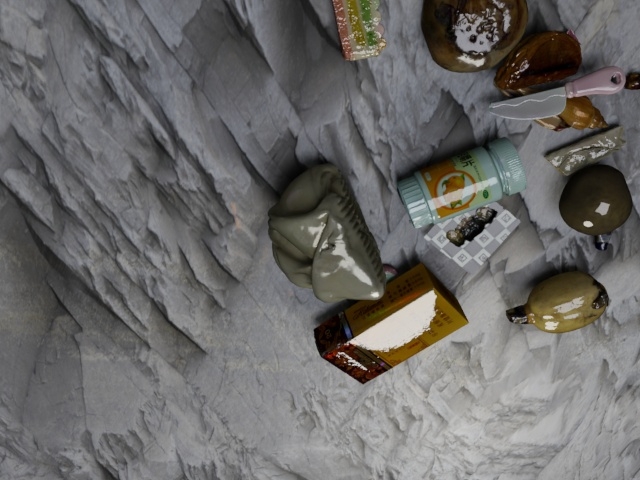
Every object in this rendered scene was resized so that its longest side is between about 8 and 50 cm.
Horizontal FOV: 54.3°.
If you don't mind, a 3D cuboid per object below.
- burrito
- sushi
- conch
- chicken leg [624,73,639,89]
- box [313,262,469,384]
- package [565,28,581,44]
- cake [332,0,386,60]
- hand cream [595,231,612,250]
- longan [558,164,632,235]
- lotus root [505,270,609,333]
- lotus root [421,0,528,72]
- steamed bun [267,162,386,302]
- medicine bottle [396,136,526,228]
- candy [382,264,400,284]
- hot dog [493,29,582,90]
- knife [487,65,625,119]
[{"bbox_3d":[0.743,-0.248,1.739,0.226,0.060,0.087,-26,118,10],"label":"burrito"},{"bbox_3d":[0.444,-0.038,1.841,0.192,0.050,0.215,37,108,-10],"label":"sushi"},{"bbox_3d":[0.605,-0.360,1.640,0.330,0.093,0.109,24,137,1],"label":"conch"},{"bbox_3d":[1.009,-0.432,1.644,0.407,0.095,0.158,3,142,-7],"label":"chicken leg"},{"bbox_3d":[0.216,0.270,1.944,0.415,0.115,0.264,-34,135,16],"label":"box"},{"bbox_3d":[0.608,-0.491,1.577,0.083,0.029,0.059,-30,128,24],"label":"package"},{"bbox_3d":[0.087,-0.527,1.447,0.109,0.090,0.225,-11,123,4],"label":"cake"},{"bbox_3d":[0.877,-0.047,1.910,0.062,0.039,0.163,0,117,-6],"label":"hand cream"},{"bbox_3d":[0.777,-0.109,1.762,0.198,0.198,0.212,-15,138,2],"label":"longan"},{"bbox_3d":[0.745,0.206,1.978,0.310,0.182,0.182,-21,124,8],"label":"lotus root"},{"bbox_3d":[0.365,-0.515,1.448,0.272,0.192,0.272,0,121,0],"label":"lotus root"},{"bbox_3d":[0.000,0.000,1.641,0.255,0.342,0.367,-23,106,12],"label":"steamed bun"},{"bbox_3d":[0.376,-0.151,1.694,0.318,0.158,0.158,-22,123,6],"label":"medicine bottle"},{"bbox_3d":[0.194,0.121,1.917,0.103,0.043,0.103,-3,125,-4],"label":"candy"},{"bbox_3d":[0.532,-0.433,1.528,0.227,0.099,0.160,-9,162,-24],"label":"hot dog"},{"bbox_3d":[0.596,-0.359,1.581,0.336,0.043,0.081,-15,96,11],"label":"knife"}]
